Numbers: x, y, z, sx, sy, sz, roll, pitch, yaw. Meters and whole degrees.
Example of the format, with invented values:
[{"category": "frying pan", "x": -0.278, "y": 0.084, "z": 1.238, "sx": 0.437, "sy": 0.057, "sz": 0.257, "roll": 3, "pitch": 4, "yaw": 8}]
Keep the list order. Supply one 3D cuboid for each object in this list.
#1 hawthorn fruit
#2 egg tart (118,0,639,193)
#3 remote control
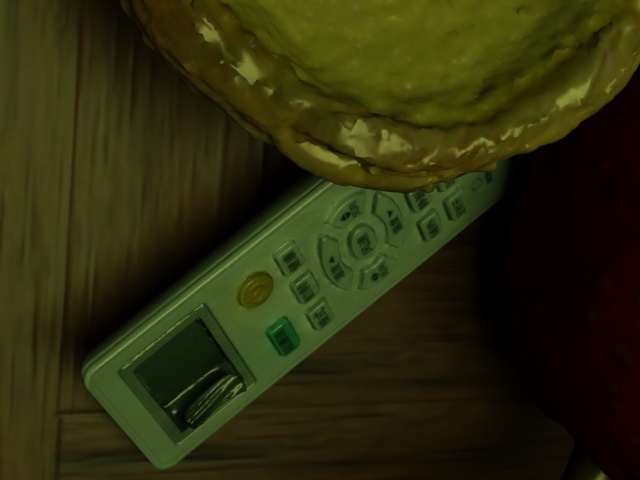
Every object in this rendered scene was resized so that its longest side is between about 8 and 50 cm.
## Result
[{"category": "hawthorn fruit", "x": 0.226, "y": 0.026, "z": 0.708, "sx": 0.265, "sy": 0.265, "sz": 0.307, "roll": 25, "pitch": 97, "yaw": -27}, {"category": "egg tart", "x": 0.025, "y": -0.161, "z": 0.619, "sx": 0.294, "sy": 0.123, "sz": 0.294, "roll": 1, "pitch": 84, "yaw": -11}, {"category": "remote control", "x": 0.000, "y": 0.001, "z": 0.698, "sx": 0.293, "sy": 0.051, "sz": 0.103, "roll": -41, "pitch": 139, "yaw": -12}]
